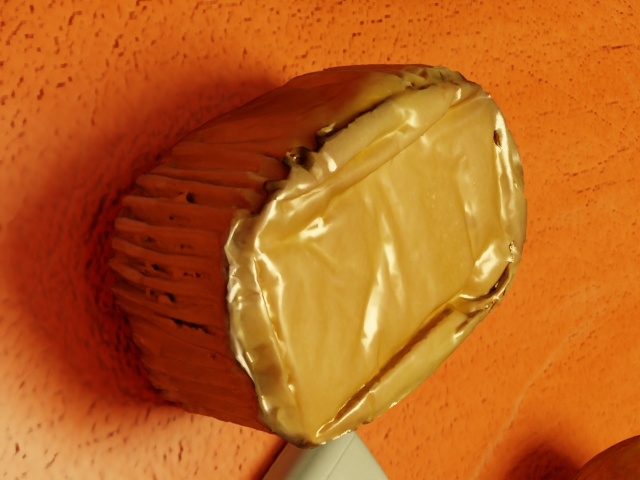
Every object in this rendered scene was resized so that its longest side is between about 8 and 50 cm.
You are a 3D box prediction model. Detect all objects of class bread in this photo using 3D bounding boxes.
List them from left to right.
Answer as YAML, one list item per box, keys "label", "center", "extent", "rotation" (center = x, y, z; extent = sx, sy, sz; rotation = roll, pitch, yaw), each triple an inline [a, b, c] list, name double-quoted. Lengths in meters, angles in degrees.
- label: "bread"
  center: [0.000, 0.000, 0.522]
  extent: [0.190, 0.114, 0.132]
  rotation: [-31, 114, -36]

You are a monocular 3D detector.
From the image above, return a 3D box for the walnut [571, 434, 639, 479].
- label: "walnut"
  center: [0.192, 0.205, 0.647]
  extent: [0.159, 0.159, 0.207]
  rotation: [34, 66, -37]

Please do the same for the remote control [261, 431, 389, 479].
- label: "remote control"
  center: [-0.021, 0.151, 0.523]
  extent: [0.061, 0.029, 0.162]
  rotation: [55, 48, -21]
